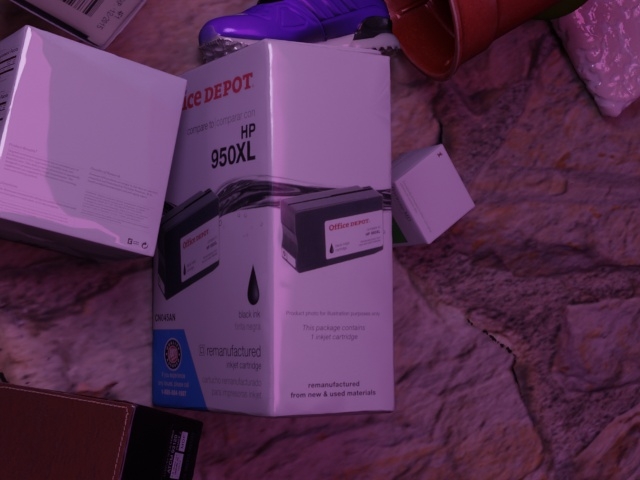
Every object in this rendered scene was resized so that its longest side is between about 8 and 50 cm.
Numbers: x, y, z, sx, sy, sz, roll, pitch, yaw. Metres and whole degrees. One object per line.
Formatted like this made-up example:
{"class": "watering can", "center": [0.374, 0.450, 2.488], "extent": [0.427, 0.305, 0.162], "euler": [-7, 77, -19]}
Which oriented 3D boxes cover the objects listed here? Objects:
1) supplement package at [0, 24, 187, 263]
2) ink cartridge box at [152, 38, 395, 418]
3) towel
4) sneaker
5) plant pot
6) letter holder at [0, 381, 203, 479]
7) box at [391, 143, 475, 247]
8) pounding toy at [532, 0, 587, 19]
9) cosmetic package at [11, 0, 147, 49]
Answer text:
{"class": "supplement package", "center": [-0.278, -0.096, 1.366], "extent": [0.194, 0.149, 0.203], "euler": [16, 78, -32]}
{"class": "ink cartridge box", "center": [-0.061, -0.005, 1.422], "extent": [0.166, 0.285, 0.394], "euler": [2, 85, -33]}
{"class": "towel", "center": [0.474, -0.406, 1.905], "extent": [0.317, 0.053, 0.332], "euler": [-36, 105, -13]}
{"class": "sneaker", "center": [-0.035, -0.292, 1.581], "extent": [0.293, 0.102, 0.146], "euler": [-9, 87, -38]}
{"class": "plant pot", "center": [0.216, -0.380, 1.599], "extent": [0.265, 0.272, 0.272], "euler": [-26, 101, -12]}
{"class": "letter holder", "center": [-0.280, 0.320, 1.353], "extent": [0.152, 0.214, 0.301], "euler": [33, 65, -62]}
{"class": "box", "center": [0.129, -0.058, 1.671], "extent": [0.102, 0.087, 0.101], "euler": [-38, 107, -30]}
{"class": "pounding toy", "center": [0.318, -0.424, 1.764], "extent": [0.183, 0.110, 0.237], "euler": [-26, 105, 0]}
{"class": "cosmetic package", "center": [-0.242, -0.370, 1.352], "extent": [0.153, 0.129, 0.296], "euler": [28, 45, -24]}
